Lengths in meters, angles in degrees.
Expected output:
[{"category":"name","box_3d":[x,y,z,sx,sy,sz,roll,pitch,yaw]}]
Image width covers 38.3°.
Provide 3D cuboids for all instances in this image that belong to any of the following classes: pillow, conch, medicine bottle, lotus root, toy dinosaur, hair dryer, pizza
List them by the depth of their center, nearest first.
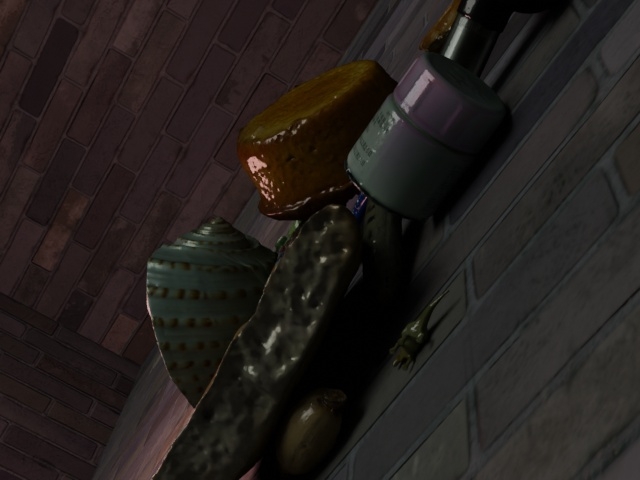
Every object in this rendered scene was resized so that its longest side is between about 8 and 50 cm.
[{"category":"toy dinosaur","box_3d":[0.096,0.094,0.930,0.041,0.026,0.113,-44,-16,-53]},{"category":"lotus root","box_3d":[-0.015,0.215,1.028,0.073,0.062,0.150,-81,18,-55]},{"category":"medicine bottle","box_3d":[0.126,-0.125,1.109,0.168,0.135,0.135,-55,11,28]},{"category":"pillow","box_3d":[0.077,0.006,1.164,0.093,0.051,0.241,103,172,-45]},{"category":"hair dryer","box_3d":[0.172,-0.266,1.265,0.284,0.156,0.320,-97,29,-57]},{"category":"pizza","box_3d":[0.230,-0.356,1.489,0.182,0.062,0.161,-50,6,23]},{"category":"conch","box_3d":[-0.150,0.125,1.507,0.215,0.319,0.303,-20,3,11]}]

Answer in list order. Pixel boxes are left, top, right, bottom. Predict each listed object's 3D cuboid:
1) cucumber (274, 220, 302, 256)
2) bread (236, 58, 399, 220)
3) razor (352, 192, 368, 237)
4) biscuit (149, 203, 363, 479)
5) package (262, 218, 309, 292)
[{"category":"cucumber","box_3d":[0.000,0.000,1.521,0.115,0.086,0.193,-62,17,-5]},{"category":"bread","box_3d":[0.013,-0.157,1.452,0.312,0.172,0.312,-29,21,12]},{"category":"razor","box_3d":[0.036,0.005,1.351,0.093,0.056,0.324,-104,32,-44]},{"category":"biscuit","box_3d":[-0.070,0.178,1.168,0.429,0.104,0.446,-61,-4,-7]},{"category":"package","box_3d":[-0.043,0.020,1.436,0.108,0.031,0.120,-48,12,31]}]
